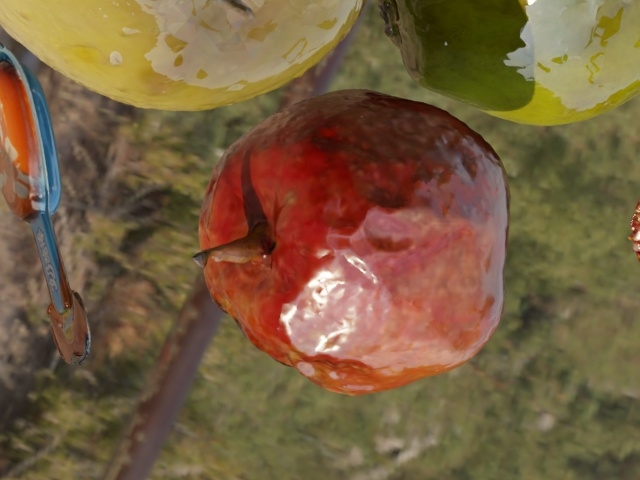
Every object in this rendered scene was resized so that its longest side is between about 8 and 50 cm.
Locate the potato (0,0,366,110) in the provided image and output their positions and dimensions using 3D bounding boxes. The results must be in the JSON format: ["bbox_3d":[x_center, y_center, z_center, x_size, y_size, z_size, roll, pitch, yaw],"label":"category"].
[{"bbox_3d":[-0.079,-0.167,0.616,0.242,0.242,0.285,-60,145,-21],"label":"potato"}]

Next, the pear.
[{"bbox_3d":[0.194,-0.228,1.058,0.321,0.269,0.269,-14,122,-14],"label":"pear"}]

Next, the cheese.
[{"bbox_3d":[-0.211,-0.030,0.983,0.037,0.106,0.256,-11,80,-27],"label":"cheese"}]

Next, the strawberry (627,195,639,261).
[{"bbox_3d":[0.370,0.003,1.246,0.208,0.087,0.167,-8,134,-40],"label":"strawberry"}]

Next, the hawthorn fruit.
[{"bbox_3d":[0.000,0.000,0.862,0.243,0.207,0.207,-1,105,-48],"label":"hawthorn fruit"}]
